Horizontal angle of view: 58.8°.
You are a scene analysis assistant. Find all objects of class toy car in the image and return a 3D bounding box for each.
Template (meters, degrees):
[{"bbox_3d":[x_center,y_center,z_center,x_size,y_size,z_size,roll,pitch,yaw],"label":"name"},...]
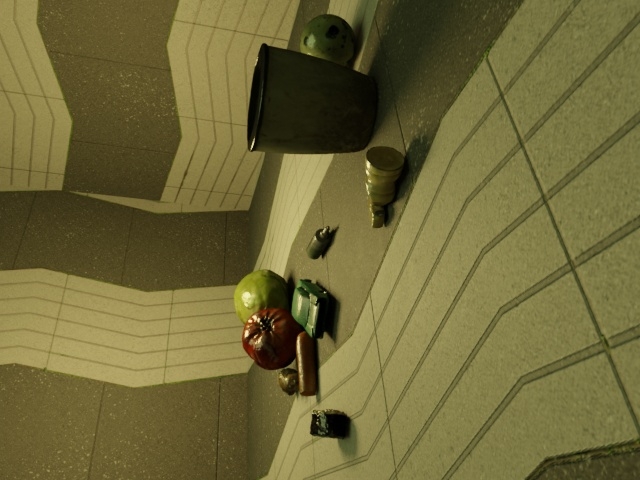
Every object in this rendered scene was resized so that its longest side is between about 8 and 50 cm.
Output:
[{"bbox_3d":[-0.039,0.213,1.886,0.320,0.097,0.142,-150,67,-75],"label":"toy car"}]

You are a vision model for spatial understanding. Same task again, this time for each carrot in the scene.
[{"bbox_3d":[-0.047,0.408,1.915,0.067,0.067,0.225,114,155,-53],"label":"carrot"}]

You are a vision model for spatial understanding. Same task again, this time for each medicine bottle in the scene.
[{"bbox_3d":[0.000,0.000,1.900,0.199,0.057,0.058,122,150,-60],"label":"medicine bottle"}]

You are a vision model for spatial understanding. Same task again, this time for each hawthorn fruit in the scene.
[{"bbox_3d":[-0.174,0.397,2.173,0.242,0.241,0.272,-99,-4,-46],"label":"hawthorn fruit"}]

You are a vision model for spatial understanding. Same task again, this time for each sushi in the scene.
[{"bbox_3d":[0.020,0.501,1.555,0.150,0.090,0.078,129,148,-70],"label":"sushi"}]

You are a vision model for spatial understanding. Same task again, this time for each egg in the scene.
[{"bbox_3d":[0.022,-0.617,1.809,0.228,0.176,0.177,163,113,-86],"label":"egg"}]

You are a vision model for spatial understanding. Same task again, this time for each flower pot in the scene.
[{"bbox_3d":[-0.027,-0.374,1.590,0.293,0.330,0.294,-174,90,-78],"label":"flower pot"}]

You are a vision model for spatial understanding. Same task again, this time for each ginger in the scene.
[{"bbox_3d":[-0.109,0.518,2.094,0.104,0.080,0.204,67,162,11],"label":"ginger"}]

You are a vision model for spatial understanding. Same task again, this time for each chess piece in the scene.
[{"bbox_3d":[0.141,-0.121,1.354,0.200,0.090,0.090,94,172,-48],"label":"chess piece"}]

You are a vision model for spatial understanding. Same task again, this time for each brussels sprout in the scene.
[{"bbox_3d":[-0.245,0.267,2.462,0.274,0.242,0.317,58,152,29],"label":"brussels sprout"}]
